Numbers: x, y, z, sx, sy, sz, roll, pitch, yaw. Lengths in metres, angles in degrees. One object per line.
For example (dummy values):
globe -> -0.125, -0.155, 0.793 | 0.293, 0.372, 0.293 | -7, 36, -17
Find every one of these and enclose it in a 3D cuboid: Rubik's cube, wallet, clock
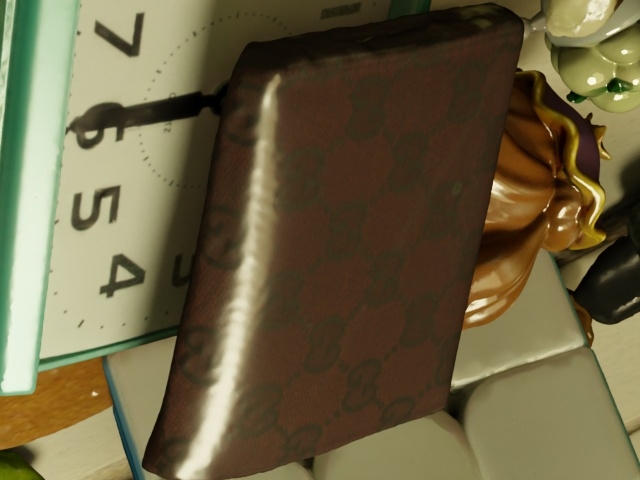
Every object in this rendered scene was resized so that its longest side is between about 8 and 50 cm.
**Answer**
Rubik's cube -> 0.042, 0.196, 1.283 | 0.291, 0.290, 0.292 | -18, 159, -8
wallet -> 0.010, 0.001, 0.925 | 0.182, 0.049, 0.229 | -13, 128, -38
clock -> -0.070, -0.083, 0.906 | 0.231, 0.116, 0.262 | -15, 131, -35

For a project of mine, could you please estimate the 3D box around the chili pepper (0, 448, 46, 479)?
chili pepper -> -0.237, 0.158, 1.325 | 0.050, 0.052, 0.201 | -47, 151, 12

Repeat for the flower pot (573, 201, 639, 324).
flower pot -> 0.363, 0.056, 1.425 | 0.283, 0.299, 0.299 | -39, 153, 15

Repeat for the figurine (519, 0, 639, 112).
figurine -> 0.197, -0.154, 1.085 | 0.197, 0.147, 0.093 | -38, 109, 7

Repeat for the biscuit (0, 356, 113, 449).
biscuit -> -0.207, 0.068, 1.189 | 0.288, 0.044, 0.202 | 6, 141, -47

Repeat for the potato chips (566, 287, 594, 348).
potato chips -> 0.114, 0.082, 1.520 | 0.201, 0.049, 0.150 | -23, 145, -10

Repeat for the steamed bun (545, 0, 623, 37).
steamed bun -> 0.193, -0.203, 0.880 | 0.189, 0.247, 0.428 | -20, 141, -45

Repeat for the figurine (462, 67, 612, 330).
figurine -> 0.046, -0.010, 1.132 | 0.263, 0.189, 0.142 | -35, 174, -11
